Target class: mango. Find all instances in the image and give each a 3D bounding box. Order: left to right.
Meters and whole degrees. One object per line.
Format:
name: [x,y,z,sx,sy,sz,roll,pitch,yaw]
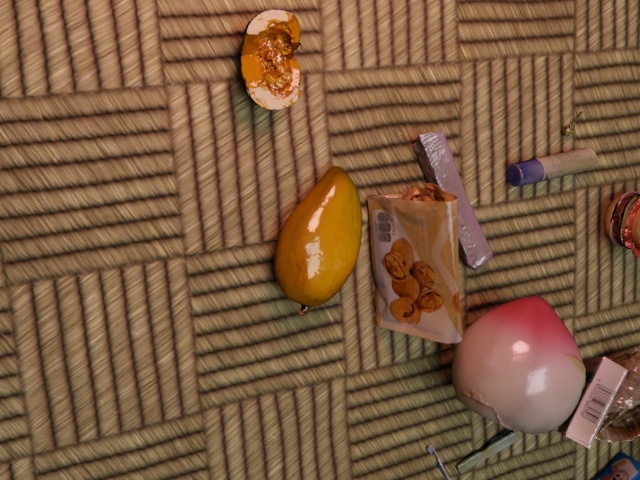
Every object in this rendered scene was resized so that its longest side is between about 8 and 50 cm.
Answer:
mango: [0.000,0.000,1.643,0.177,0.119,0.316,24,80,-25]

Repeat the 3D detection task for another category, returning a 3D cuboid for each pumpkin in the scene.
pumpkin: [-0.096,-0.348,1.528,0.119,0.107,0.183,-3,109,-18]

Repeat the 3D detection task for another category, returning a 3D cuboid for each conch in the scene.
conch: [0.802,0.395,2.089,0.291,0.159,0.210,-30,132,6]

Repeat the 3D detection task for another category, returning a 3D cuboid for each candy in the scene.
candy: [0.615,-0.284,1.936,0.023,0.025,0.083,44,72,-8]
candy: [0.863,0.754,2.214,0.157,0.100,0.305,-36,112,-15]

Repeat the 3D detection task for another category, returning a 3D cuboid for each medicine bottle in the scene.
medicine bottle: [0.552,-0.175,1.904,0.231,0.059,0.059,-13,105,-23]

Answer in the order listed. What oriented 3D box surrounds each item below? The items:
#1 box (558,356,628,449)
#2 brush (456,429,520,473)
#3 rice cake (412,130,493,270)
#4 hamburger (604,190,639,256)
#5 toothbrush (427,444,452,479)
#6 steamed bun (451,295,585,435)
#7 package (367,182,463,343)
box: [0.636,0.383,1.919,0.065,0.343,0.200,27,86,13]
brush: [0.414,0.522,1.991,0.179,0.030,0.033,-28,127,-8]
rice cake: [0.297,-0.090,1.797,0.073,0.056,0.364,-32,112,-11]
hamburger: [0.790,-0.046,2.001,0.175,0.137,0.175,-7,104,-30]
toothbrush: [0.300,0.555,1.948,0.017,0.014,0.162,-46,117,-27]
steamed bun: [0.455,0.263,1.808,0.310,0.309,0.309,-5,102,-25]
package: [0.240,0.039,1.737,0.165,0.221,0.311,-22,110,-43]
